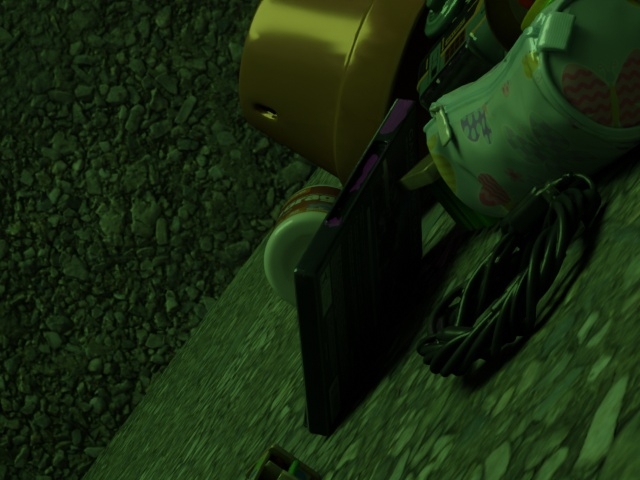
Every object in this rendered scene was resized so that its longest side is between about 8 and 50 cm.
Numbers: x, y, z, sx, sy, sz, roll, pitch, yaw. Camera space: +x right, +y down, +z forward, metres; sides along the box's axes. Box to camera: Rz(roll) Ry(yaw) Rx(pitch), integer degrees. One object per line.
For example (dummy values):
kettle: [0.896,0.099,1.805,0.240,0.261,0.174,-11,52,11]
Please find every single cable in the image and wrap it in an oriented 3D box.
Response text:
cable: [0.132,0.038,1.338,0.184,0.047,0.150,-47,13,34]

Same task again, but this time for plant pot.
plant pot: [0.037,-0.202,2.181,0.291,0.203,0.291,18,-90,-72]

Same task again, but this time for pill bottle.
pill bottle: [0.000,0.000,2.280,0.121,0.121,0.216,-53,6,14]

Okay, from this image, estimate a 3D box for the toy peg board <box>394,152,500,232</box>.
toy peg board: [0.163,-0.077,1.697,0.160,0.079,0.161,-39,3,-7]

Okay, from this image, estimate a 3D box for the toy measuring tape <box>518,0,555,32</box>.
toy measuring tape: [0.264,-0.241,1.615,0.330,0.121,0.121,-46,1,-28]

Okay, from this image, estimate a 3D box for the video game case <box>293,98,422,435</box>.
video game case: [0.040,0.022,1.760,0.274,0.026,0.196,-60,-26,-46]

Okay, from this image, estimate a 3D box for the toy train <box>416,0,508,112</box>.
toy train: [0.222,-0.251,1.940,0.334,0.142,0.190,-49,19,30]

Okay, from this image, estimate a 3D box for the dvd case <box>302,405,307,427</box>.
dvd case: [0.019,0.068,1.873,0.221,0.018,0.164,-65,-15,-67]

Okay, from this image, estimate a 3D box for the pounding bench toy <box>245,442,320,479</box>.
pounding bench toy: [-0.033,0.208,1.605,0.083,0.052,0.065,-50,6,40]

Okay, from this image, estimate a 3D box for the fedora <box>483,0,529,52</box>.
fedora: [0.242,-0.243,1.743,0.194,0.194,0.079,-53,44,8]

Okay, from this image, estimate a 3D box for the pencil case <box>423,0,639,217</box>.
pencil case: [0.171,-0.101,1.410,0.113,0.124,0.273,-55,6,-17]
